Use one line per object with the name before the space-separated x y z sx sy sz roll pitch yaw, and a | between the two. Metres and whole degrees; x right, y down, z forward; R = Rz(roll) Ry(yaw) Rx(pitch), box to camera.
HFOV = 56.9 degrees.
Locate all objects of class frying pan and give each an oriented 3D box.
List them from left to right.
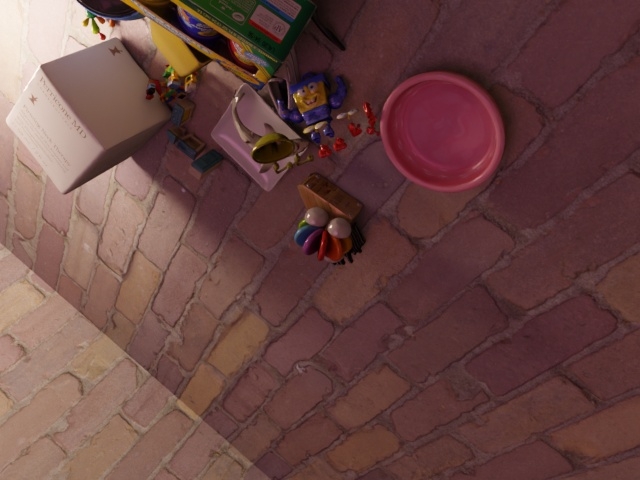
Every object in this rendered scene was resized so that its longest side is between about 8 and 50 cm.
frying pan | -0.056 -0.624 1.507 0.326 0.197 0.053 38 95 2

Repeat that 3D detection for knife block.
knife block | 0.026 -0.053 1.921 0.276 0.088 0.242 35 135 7

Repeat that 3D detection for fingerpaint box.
fingerpaint box | -0.271 -0.571 1.417 0.445 0.163 0.371 31 177 -15

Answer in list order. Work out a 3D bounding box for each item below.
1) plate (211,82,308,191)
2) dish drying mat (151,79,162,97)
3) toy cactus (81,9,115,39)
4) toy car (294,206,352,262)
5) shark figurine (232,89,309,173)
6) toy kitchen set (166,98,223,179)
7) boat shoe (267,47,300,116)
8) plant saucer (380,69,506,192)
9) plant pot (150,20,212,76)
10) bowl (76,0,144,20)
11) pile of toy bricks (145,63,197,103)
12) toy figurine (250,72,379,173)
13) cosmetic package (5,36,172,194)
plate | -0.194 -0.329 1.897 0.277 0.045 0.278 44 136 -3
dish drying mat | -0.561 -0.515 2.040 0.032 0.008 0.083 14 129 28
toy cactus | -0.749 -0.780 1.916 0.180 0.112 0.219 41 146 16
toy car | 0.000 0.000 1.817 0.182 0.136 0.159 27 134 15
shark figurine | -0.190 -0.321 1.805 0.278 0.116 0.166 37 102 -6
toy kitchen set | -0.431 -0.344 1.996 0.207 0.122 0.166 38 136 5
boat shoe | -0.122 -0.481 1.698 0.096 0.088 0.267 7 126 31
plant saucer | 0.321 -0.286 1.539 0.333 0.084 0.331 18 130 23
plant pot | -0.367 -0.599 1.713 0.212 0.212 0.187 53 149 -10
bowl | -0.605 -0.827 1.688 0.392 0.077 0.390 8 123 13
pile of toy bricks | -0.492 -0.528 1.931 0.212 0.118 0.104 -9 78 51
toy figurine | -0.032 -0.365 1.684 0.363 0.191 0.217 -19 73 18
cosmetic package | -0.798 -0.425 2.043 0.394 0.327 0.329 -26 103 44
